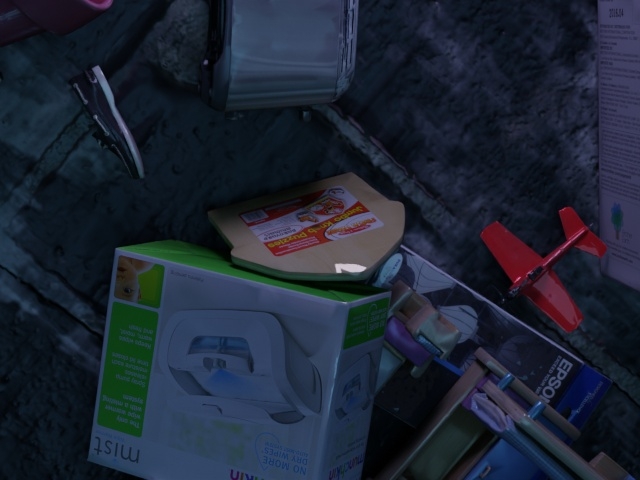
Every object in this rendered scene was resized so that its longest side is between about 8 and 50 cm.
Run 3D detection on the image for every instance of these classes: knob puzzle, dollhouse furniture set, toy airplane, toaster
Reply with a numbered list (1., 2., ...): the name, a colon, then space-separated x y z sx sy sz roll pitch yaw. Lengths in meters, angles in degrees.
1. knob puzzle: 0.000 0.000 1.360 0.213 0.213 0.030 -9 120 -8
2. dollhouse furniture set: 0.147 0.225 1.314 0.286 0.303 0.198 40 91 -13
3. toy airplane: 0.254 0.025 1.482 0.151 0.028 0.151 2 73 -7
4. toaster: -0.044 -0.234 1.358 0.146 0.129 0.227 0 98 -13

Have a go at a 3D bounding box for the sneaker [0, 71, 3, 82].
1. sneaker: -0.386 -0.101 1.359 0.191 0.071 0.083 -38 110 7

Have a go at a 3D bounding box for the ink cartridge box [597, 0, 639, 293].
1. ink cartridge box: 0.398 -0.136 1.372 0.151 0.270 0.395 -7 101 -10

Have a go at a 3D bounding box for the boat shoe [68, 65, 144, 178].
1. boat shoe: -0.220 -0.117 1.388 0.038 0.046 0.125 -24 100 -5

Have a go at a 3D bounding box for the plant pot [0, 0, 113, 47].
1. plant pot: -0.325 -0.263 1.281 0.180 0.201 0.201 -29 104 13

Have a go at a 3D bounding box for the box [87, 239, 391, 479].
1. box: -0.083 0.138 1.359 0.262 0.127 0.231 13 99 23

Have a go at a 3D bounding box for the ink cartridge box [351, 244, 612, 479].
1. ink cartridge box: 0.165 0.147 1.491 0.333 0.065 0.165 31 93 -14
